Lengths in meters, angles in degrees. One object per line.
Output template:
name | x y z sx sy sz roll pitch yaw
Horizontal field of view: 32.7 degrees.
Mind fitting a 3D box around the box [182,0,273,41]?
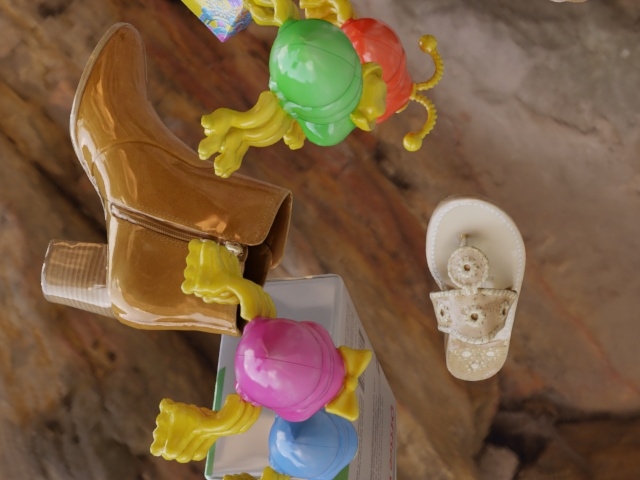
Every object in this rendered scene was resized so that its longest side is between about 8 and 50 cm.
box | -0.050 -0.326 0.595 0.290 0.177 0.279 46 142 2

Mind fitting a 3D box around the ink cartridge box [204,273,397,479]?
ink cartridge box | -0.006 0.199 1.117 0.121 0.211 0.289 -5 145 14

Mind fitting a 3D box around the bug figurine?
bug figurine | 0.000 0.000 0.499 0.072 0.279 0.216 8 176 12

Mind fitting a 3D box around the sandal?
sandal | 0.144 0.068 0.979 0.240 0.088 0.079 81 -174 -46

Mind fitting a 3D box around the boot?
boot | -0.125 -0.059 1.003 0.211 0.295 0.104 5 164 15
